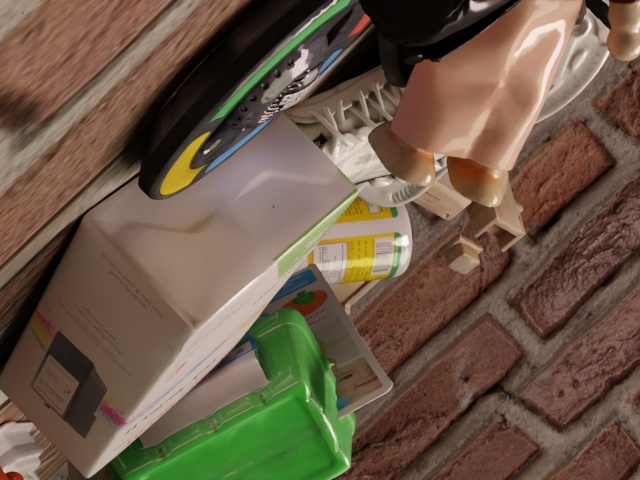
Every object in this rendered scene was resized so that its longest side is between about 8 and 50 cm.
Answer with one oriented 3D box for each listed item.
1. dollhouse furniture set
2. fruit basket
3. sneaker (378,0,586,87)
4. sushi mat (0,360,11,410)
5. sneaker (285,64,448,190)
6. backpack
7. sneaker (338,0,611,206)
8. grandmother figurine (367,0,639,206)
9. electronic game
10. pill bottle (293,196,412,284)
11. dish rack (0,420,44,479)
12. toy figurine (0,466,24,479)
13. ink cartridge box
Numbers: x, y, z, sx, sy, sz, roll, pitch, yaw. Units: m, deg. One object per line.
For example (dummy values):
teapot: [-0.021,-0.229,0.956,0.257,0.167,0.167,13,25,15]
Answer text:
dollhouse furniture set: [0.056,-0.024,1.979,0.355,0.303,0.173,-42,-143,32]
fruit basket: [-0.115,0.146,1.388,0.327,0.165,0.353,-28,-152,-2]
sneaker: [0.137,-0.194,1.142,0.130,0.087,0.227,7,-149,31]
sushi mat: [-0.264,0.109,1.287,0.316,0.019,0.151,-43,177,-23]
sneaker: [0.034,-0.096,1.228,0.292,0.110,0.118,-29,166,14]
backpack: [0.104,-0.197,0.810,0.152,0.115,0.182,-30,-173,37]
sneaker: [0.150,-0.190,1.389,0.323,0.130,0.236,-38,-158,30]
grandmother figurine: [0.147,-0.194,0.995,0.342,0.208,0.104,-64,-150,27]
electronic game: [-0.032,-0.109,0.915,0.229,0.048,0.229,-43,177,-2]
pill bottle: [0.000,0.000,1.759,0.208,0.117,0.117,-7,164,-19]
dish rack: [-0.459,0.345,1.733,0.285,0.072,0.333,-44,179,-8]
toy figurine: [-0.334,0.276,1.172,0.209,0.148,0.213,-33,173,-20]
ink cartridge box: [-0.134,0.058,1.135,0.207,0.119,0.353,-41,174,-38]
